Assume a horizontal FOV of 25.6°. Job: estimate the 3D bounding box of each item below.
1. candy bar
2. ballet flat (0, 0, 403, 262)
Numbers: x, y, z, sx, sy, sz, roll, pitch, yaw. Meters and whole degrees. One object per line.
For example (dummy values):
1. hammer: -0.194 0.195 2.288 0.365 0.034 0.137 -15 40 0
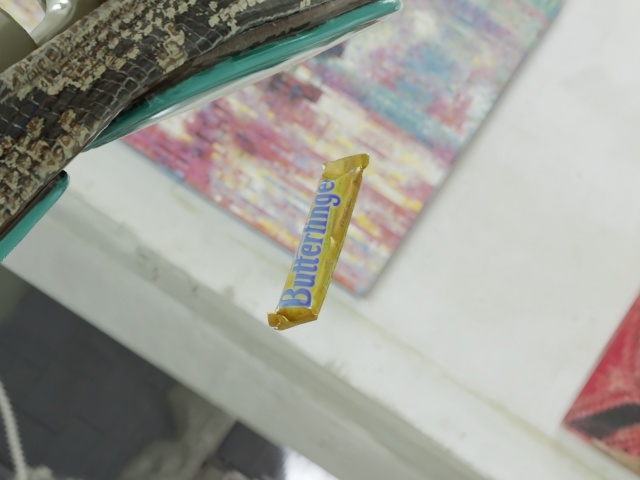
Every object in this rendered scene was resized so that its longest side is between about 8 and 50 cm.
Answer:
1. candy bar: 0.000 0.000 0.959 0.040 0.018 0.161 -11 40 30
2. ballet flat: -0.149 -0.084 0.687 0.483 0.182 0.164 -40 14 -31
